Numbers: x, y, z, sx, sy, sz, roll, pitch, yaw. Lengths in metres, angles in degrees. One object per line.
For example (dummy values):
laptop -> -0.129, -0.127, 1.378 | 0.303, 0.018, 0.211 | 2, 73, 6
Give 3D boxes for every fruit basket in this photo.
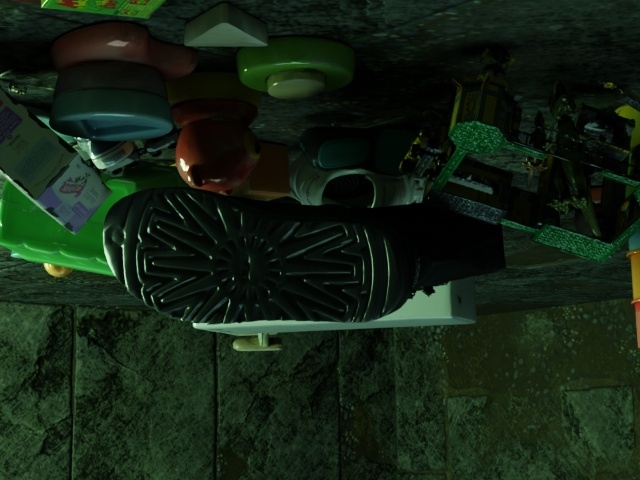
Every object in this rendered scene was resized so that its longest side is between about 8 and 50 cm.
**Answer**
fruit basket -> -0.264, -0.047, 1.812 | 0.327, 0.165, 0.353 | 10, -171, 19

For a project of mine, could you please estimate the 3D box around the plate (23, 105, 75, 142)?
plate -> -0.401, -0.148, 1.713 | 0.188, 0.024, 0.188 | -1, 172, 0

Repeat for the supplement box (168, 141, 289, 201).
supplement box -> -0.143, -0.086, 1.958 | 0.080, 0.078, 0.233 | 3, 171, -40

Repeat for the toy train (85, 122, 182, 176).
toy train -> -0.238, -0.103, 1.625 | 0.158, 0.036, 0.027 | -24, 129, 2

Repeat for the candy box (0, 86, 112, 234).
candy box -> -0.335, -0.107, 1.462 | 0.196, 0.070, 0.165 | 39, 172, 11

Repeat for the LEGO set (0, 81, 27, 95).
LEGO set -> -0.386, -0.168, 1.586 | 0.054, 0.023, 0.083 | 7, 168, -40

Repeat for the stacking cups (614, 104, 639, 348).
stacking cups -> 0.432, -0.015, 1.697 | 0.096, 0.316, 0.096 | -3, 172, 0

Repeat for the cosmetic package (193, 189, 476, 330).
cosmetic package -> 0.022, 0.033, 2.246 | 0.453, 0.230, 0.161 | -3, 171, 19

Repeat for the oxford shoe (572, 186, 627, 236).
oxford shoe -> 0.554, -0.043, 2.215 | 0.271, 0.098, 0.097 | -5, 170, 27

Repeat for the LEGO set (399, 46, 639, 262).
LEGO set -> 0.269, -0.129, 1.552 | 0.331, 0.192, 0.255 | 13, 152, 0

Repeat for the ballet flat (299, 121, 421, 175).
ballet flat -> 0.056, -0.126, 1.789 | 0.203, 0.074, 0.074 | -2, 173, -36

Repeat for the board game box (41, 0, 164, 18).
board game box -> -0.149, -0.222, 1.033 | 0.092, 0.043, 0.181 | 2, 170, -25

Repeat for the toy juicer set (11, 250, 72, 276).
toy juicer set -> -0.418, 0.008, 2.113 | 0.329, 0.089, 0.209 | 3, 171, 1

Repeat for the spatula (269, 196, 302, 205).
spatula -> -0.107, -0.074, 2.025 | 0.084, 0.030, 0.296 | 4, -170, -32

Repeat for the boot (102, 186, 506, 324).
boot -> 0.002, 0.001, 1.627 | 0.367, 0.146, 0.445 | 11, -168, 20

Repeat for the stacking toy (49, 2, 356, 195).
stacking toy -> -0.121, -0.140, 1.452 | 0.280, 0.130, 0.309 | -7, 169, 37

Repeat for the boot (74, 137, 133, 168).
boot -> -0.272, -0.150, 1.611 | 0.069, 0.086, 0.190 | -31, -159, -8

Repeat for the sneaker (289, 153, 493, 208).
sneaker -> 0.113, -0.062, 1.891 | 0.305, 0.114, 0.152 | 0, -164, -11

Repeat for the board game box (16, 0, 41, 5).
board game box -> -0.236, -0.250, 1.076 | 0.145, 0.027, 0.281 | 3, 170, -32

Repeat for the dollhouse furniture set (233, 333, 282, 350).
dollhouse furniture set -> -0.162, 0.070, 2.541 | 0.161, 0.212, 0.242 | -1, -162, -9
